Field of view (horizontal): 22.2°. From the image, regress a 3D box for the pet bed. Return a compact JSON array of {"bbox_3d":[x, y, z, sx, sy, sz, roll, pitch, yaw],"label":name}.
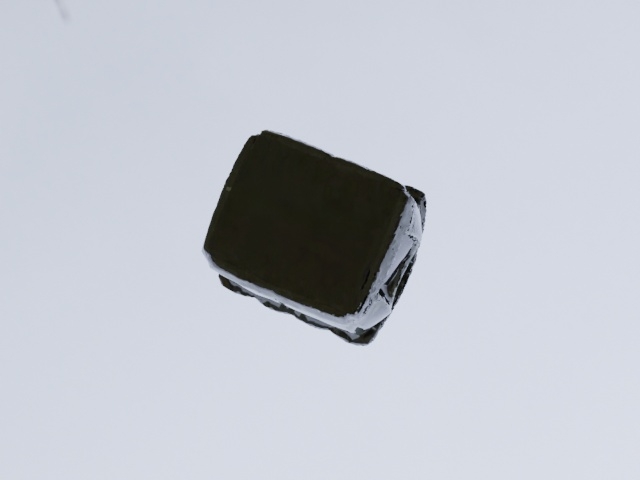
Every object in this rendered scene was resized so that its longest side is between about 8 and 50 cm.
[{"bbox_3d":[0.000,0.000,1.761,0.210,0.159,0.183,21,-95,17],"label":"pet bed"}]
